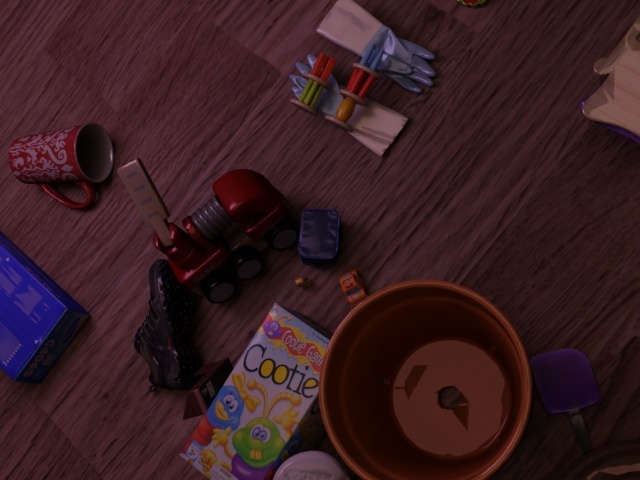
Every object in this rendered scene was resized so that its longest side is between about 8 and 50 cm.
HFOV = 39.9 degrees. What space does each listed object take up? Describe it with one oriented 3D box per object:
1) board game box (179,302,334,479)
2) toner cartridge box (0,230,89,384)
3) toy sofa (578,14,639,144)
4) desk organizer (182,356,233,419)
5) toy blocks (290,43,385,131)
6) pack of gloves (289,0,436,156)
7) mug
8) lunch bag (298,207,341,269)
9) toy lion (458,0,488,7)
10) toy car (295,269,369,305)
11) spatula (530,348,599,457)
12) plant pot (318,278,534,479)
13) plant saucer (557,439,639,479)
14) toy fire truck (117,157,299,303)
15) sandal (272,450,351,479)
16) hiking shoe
[{"bbox_3d":[-0.065,0.257,1.370,0.144,0.142,0.275,31,89,25],"label":"board game box"},{"bbox_3d":[-0.606,0.100,1.656,0.348,0.075,0.165,37,92,25],"label":"toner cartridge box"},{"bbox_3d":[0.556,-0.152,1.237,0.363,0.150,0.177,37,96,25],"label":"toy sofa"},{"bbox_3d":[-0.185,0.239,1.425,0.050,0.130,0.047,-18,99,19],"label":"desk organizer"},{"bbox_3d":[0.033,-0.273,1.481,0.123,0.054,0.148,28,90,15],"label":"toy blocks"},{"bbox_3d":[0.075,-0.283,1.524,0.232,0.046,0.195,37,92,14],"label":"pack of gloves"},{"bbox_3d":[-0.495,-0.142,1.660,0.169,0.113,0.150,-3,73,24],"label":"mug"},{"bbox_3d":[0.000,0.000,1.457,0.067,0.065,0.098,5,77,6],"label":"lunch bag"},{"bbox_3d":[0.261,-0.448,1.496,0.096,0.034,0.100,-48,65,12],"label":"toy lion"},{"bbox_3d":[0.015,0.081,1.441,0.122,0.040,0.060,-11,72,18],"label":"toy car"},{"bbox_3d":[0.377,0.298,1.249,0.084,0.030,0.296,-17,74,10],"label":"spatula"},{"bbox_3d":[0.166,0.218,1.257,0.291,0.203,0.290,-6,73,19],"label":"plant pot"},{"bbox_3d":[0.435,0.407,1.174,0.278,0.041,0.277,-3,77,12],"label":"plant saucer"},{"bbox_3d":[-0.191,-0.047,1.435,0.217,0.246,0.158,-40,52,7],"label":"toy fire truck"},{"bbox_3d":[0.039,0.509,1.290,0.170,0.102,0.415,-12,85,3],"label":"sandal"},{"bbox_3d":[-0.279,0.147,1.501,0.114,0.086,0.226,-11,84,27],"label":"hiking shoe"}]
